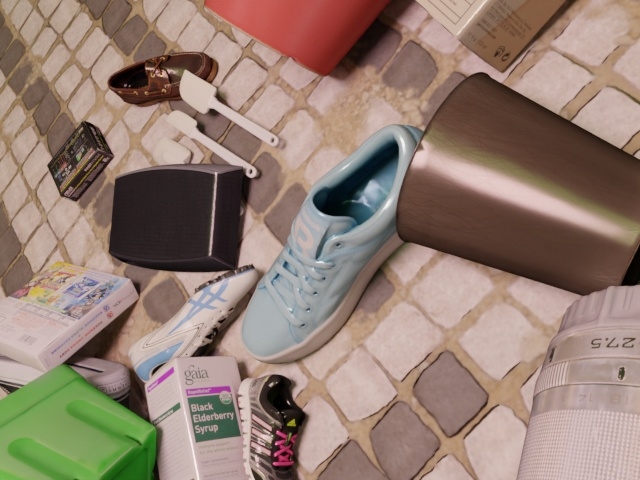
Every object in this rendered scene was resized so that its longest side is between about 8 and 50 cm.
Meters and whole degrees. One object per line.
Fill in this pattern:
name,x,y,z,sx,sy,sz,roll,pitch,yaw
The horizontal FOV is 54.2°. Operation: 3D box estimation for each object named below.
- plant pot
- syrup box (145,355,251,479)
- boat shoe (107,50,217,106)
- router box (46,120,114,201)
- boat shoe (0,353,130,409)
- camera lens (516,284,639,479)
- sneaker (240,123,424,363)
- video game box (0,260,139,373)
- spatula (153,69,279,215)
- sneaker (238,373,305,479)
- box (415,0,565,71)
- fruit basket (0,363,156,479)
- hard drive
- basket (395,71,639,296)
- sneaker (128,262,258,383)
plant pot,-0.015,-0.372,0.831,0.275,0.275,0.243,42,109,34
syrup box,-0.146,0.273,0.800,0.096,0.093,0.237,-39,57,39
boat shoe,-0.276,-0.279,1.074,0.207,0.073,0.073,-11,69,29
router box,-0.448,-0.148,1.167,0.122,0.038,0.092,-45,57,15
boat shoe,-0.427,0.241,0.988,0.335,0.121,0.119,4,97,38
camera lens,0.259,0.199,0.463,0.219,0.219,0.274,4,60,34
sneaker,0.000,0.000,0.763,0.366,0.150,0.135,-51,55,10
video game box,-0.429,0.115,1.007,0.205,0.048,0.187,9,41,35
spatula,-0.172,-0.148,0.989,0.242,0.019,0.168,36,105,30
sneaker,-0.053,0.242,0.779,0.075,0.063,0.170,-32,56,28
box,0.245,-0.367,0.699,0.311,0.121,0.148,-48,55,24
fruit basket,-0.404,0.353,0.813,0.392,0.283,0.392,4,104,17
hard drive,-0.235,-0.038,0.976,0.254,0.054,0.172,2,85,34
basket,0.222,-0.044,0.637,0.227,0.154,0.204,29,95,32
sneaker,-0.171,0.121,0.891,0.237,0.085,0.086,-41,84,13
